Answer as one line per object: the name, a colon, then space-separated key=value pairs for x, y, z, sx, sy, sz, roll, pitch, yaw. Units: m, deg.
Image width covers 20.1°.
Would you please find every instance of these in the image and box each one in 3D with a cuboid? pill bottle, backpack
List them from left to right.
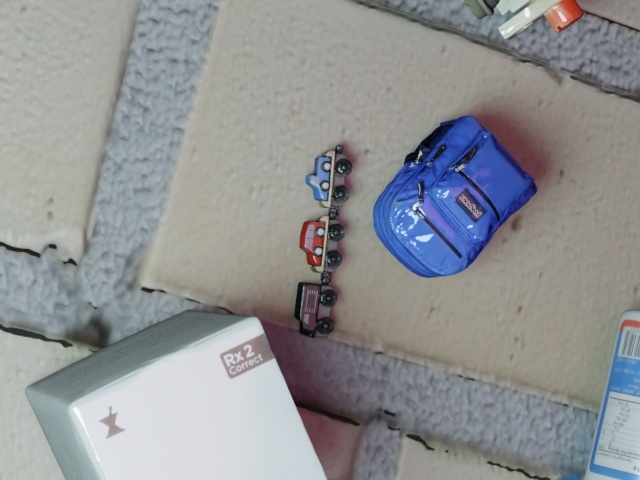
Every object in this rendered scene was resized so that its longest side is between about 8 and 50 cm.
backpack: x=0.104 y=-0.032 z=1.464 sx=0.098 sy=0.101 sz=0.120 roll=46 pitch=80 yaw=-7
pill bottle: x=0.288 y=0.177 z=1.514 sx=0.124 sy=0.124 sz=0.222 roll=15 pitch=86 yaw=-19

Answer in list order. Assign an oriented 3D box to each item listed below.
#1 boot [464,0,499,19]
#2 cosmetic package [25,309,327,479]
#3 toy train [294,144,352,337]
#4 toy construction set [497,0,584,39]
boot: x=0.180 y=-0.281 z=1.361 sx=0.208 sy=0.076 sz=0.190 roll=-18 pitch=115 yaw=8
cosmetic package: x=-0.108 y=0.150 z=1.344 sx=0.151 sy=0.183 sz=0.151 roll=-26 pitch=98 yaw=-17
toy train: x=0.000 y=0.000 z=1.466 sx=0.036 sy=0.027 sz=0.158 roll=7 pitch=88 yaw=-8
toy construction set: x=0.149 y=-0.327 z=1.445 sx=0.215 sy=0.151 sz=0.328 roll=-34 pitch=101 yaw=-5
